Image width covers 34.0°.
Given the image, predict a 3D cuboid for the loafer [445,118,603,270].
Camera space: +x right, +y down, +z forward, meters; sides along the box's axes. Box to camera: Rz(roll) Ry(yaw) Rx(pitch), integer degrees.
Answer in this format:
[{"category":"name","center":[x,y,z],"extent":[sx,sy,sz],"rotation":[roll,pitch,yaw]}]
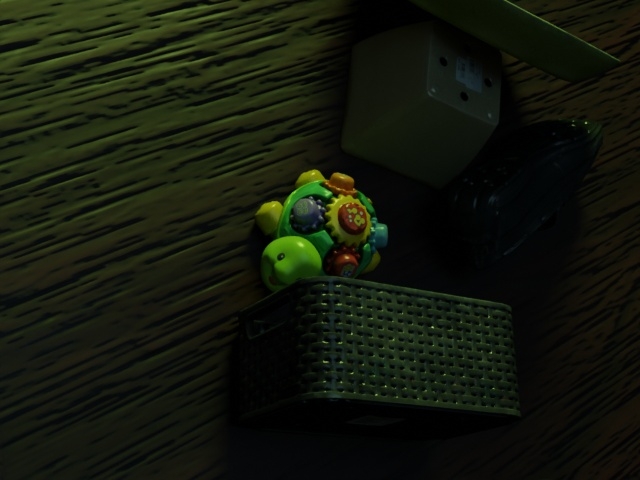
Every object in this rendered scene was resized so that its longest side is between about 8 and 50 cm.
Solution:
[{"category":"loafer","center":[0.185,-0.048,0.931],"extent":[0.223,0.076,0.078],"rotation":[-35,124,-41]}]

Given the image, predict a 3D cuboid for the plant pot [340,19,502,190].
[{"category":"plant pot","center":[0.092,-0.121,0.875],"extent":[0.109,0.096,0.109],"rotation":[19,63,-25]}]

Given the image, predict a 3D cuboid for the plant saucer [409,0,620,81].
[{"category":"plant saucer","center":[0.139,-0.193,0.892],"extent":[0.241,0.241,0.037],"rotation":[20,106,-26]}]

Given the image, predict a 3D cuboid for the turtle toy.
[{"category":"turtle toy","center":[0.000,0.000,0.790],"extent":[0.130,0.066,0.095],"rotation":[-40,96,-36]}]

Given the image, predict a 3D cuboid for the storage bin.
[{"category":"storage bin","center":[0.041,0.090,0.748],"extent":[0.180,0.122,0.084],"rotation":[10,68,-30]}]
